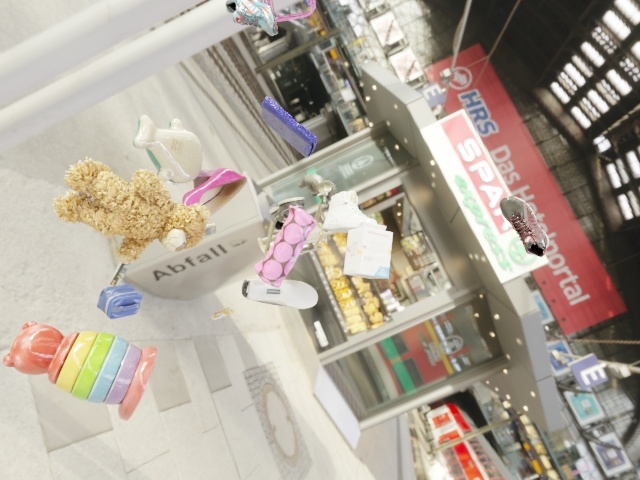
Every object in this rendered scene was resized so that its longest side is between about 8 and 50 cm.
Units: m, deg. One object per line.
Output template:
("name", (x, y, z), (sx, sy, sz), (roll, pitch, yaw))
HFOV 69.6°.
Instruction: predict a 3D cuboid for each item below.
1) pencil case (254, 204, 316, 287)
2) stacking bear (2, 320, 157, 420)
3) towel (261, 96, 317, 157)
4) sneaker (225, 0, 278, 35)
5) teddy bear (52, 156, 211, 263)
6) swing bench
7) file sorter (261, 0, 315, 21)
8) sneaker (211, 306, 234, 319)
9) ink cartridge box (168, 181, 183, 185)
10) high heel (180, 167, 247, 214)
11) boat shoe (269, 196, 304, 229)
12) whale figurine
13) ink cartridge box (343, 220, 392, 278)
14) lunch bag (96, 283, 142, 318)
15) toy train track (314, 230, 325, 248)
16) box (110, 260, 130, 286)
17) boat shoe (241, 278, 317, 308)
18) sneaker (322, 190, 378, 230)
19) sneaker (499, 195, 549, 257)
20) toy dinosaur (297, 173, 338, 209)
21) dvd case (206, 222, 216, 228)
("pencil case", (-0.094, 0.013, 1.191), (0.098, 0.209, 0.095), (34, 4, 39))
("stacking bear", (-0.537, 0.275, 1.037), (0.289, 0.164, 0.175), (24, 56, -19))
("towel", (-0.147, -0.545, 2.208), (0.308, 0.076, 0.227), (40, -12, 0))
("sneaker", (-0.258, -0.822, 1.703), (0.262, 0.125, 0.104), (49, -14, 26))
("teddy bear", (-0.428, -0.056, 1.061), (0.338, 0.245, 0.113), (42, 9, -32))
("swing bench", (-0.106, -0.018, 2.018), (0.165, 0.253, 0.255), (63, -34, 16))
("file sorter", (-0.127, -0.981, 1.829), (0.291, 0.202, 0.182), (-83, 167, -61))
("sneaker", (-0.353, 0.262, 1.653), (0.037, 0.083, 0.032), (-46, -117, 54))
("ink cartridge box", (-0.585, -0.249, 1.835), (0.083, 0.028, 0.048), (5, 64, -63))
("high heel", (-0.354, -0.122, 1.530), (0.127, 0.181, 0.377), (98, -5, -47))
("boat shoe", (-0.100, -0.083, 1.430), (0.228, 0.081, 0.069), (157, -75, -68))
("whale figurine", (-0.501, -0.290, 1.471), (0.272, 0.141, 0.216), (29, 66, -60))
("ink cartridge box", (0.129, 0.026, 1.244), (0.090, 0.092, 0.143), (-11, -110, 62))
("lunch bag", (-0.499, 0.156, 1.161), (0.065, 0.067, 0.098), (32, 21, 27))
("toy train track", (0.000, 0.000, 1.593), (0.083, 0.014, 0.048), (-58, -145, 42))
("box", (-0.648, 0.079, 1.516), (0.027, 0.137, 0.094), (25, 41, -23))
("boat shoe", (-0.191, 0.225, 2.051), (0.158, 0.340, 0.127), (180, -77, -70))
("sneaker", (0.119, -0.116, 1.784), (0.108, 0.169, 0.292), (17, -7, -37))
("sneaker", (0.828, -0.048, 1.858), (0.281, 0.106, 0.162), (48, 34, -5))
("toy dinosaur", (-0.005, -0.238, 2.034), (0.313, 0.121, 0.160), (47, -10, 44))
("dvd case", (-0.529, -0.023, 1.845), (0.164, 0.221, 0.018), (145, -71, -75))
